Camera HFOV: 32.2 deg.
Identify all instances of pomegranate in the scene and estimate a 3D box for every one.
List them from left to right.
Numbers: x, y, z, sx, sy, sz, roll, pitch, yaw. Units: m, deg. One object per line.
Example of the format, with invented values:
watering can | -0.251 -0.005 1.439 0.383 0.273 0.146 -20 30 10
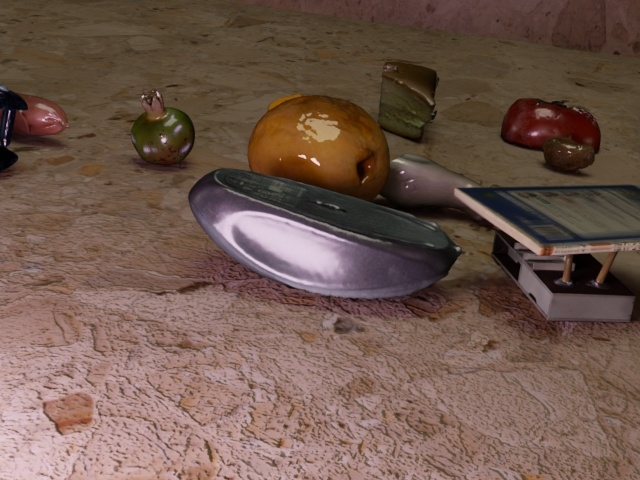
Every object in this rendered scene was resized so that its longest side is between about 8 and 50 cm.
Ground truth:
pomegranate | -0.279 -0.199 1.942 0.114 0.142 0.114 -8 38 6

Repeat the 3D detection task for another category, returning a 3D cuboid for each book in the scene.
book | 0.373 -0.032 1.520 0.322 0.018 0.228 -2 23 -23

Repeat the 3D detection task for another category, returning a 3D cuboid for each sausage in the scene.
sausage | -0.654 -0.246 2.039 0.433 0.088 0.088 10 20 11

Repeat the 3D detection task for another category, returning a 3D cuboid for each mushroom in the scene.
mushroom | 0.193 -0.084 1.855 0.225 0.093 0.116 22 -3 0

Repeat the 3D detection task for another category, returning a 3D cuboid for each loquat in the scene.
loquat | -0.001 -0.134 1.756 0.238 0.193 0.238 -11 16 3

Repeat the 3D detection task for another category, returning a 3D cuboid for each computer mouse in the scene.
computer mouse | 0.000 0.002 1.504 0.374 0.114 0.203 16 18 5

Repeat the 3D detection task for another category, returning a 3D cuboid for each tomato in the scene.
tomato | 0.503 -0.263 2.423 0.228 0.101 0.228 6 16 -2

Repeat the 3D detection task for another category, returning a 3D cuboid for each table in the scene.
table | 0.343 0.016 1.570 0.121 0.111 0.240 2 21 -12

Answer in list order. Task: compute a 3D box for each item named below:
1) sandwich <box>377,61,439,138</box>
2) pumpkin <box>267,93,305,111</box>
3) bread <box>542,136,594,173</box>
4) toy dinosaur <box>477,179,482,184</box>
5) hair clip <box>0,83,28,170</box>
sandwich | 0.187 -0.299 2.387 0.128 0.122 0.236 9 20 3
pumpkin | -0.021 -0.184 2.026 0.119 0.108 0.183 -13 34 -26
bread | 0.488 -0.172 2.216 0.082 0.060 0.113 0 19 -18
toy dinosaur | 0.274 -0.092 1.975 0.113 0.026 0.041 6 24 26
hair clip | -0.640 -0.209 1.831 0.206 0.194 0.310 3 14 -46
